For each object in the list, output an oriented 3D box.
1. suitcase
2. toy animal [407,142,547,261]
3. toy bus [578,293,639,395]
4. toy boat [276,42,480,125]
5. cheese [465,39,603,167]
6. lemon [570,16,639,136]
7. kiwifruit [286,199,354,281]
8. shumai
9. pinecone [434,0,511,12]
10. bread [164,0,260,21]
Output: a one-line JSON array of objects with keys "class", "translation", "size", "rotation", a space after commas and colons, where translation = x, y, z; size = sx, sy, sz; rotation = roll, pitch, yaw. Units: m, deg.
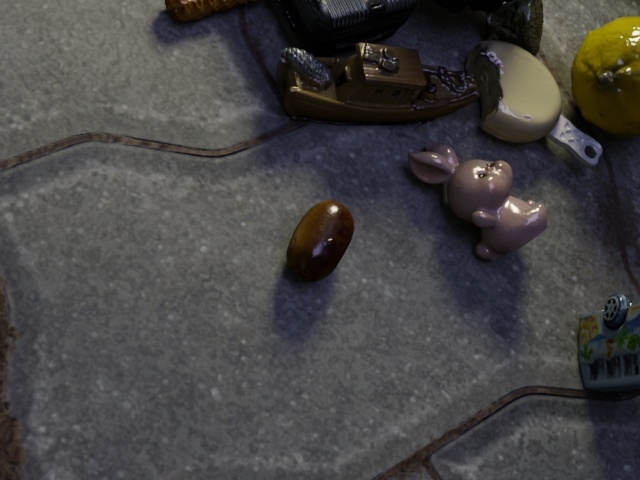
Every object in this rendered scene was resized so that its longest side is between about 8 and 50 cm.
[{"class": "suitcase", "translation": [0.000, -0.434, 1.611], "size": [0.202, 0.128, 0.312], "rotation": [-21, 79, -28]}, {"class": "toy animal", "translation": [0.231, -0.076, 1.572], "size": [0.212, 0.124, 0.124], "rotation": [46, 58, -5]}, {"class": "toy bus", "translation": [0.483, 0.137, 1.471], "size": [0.109, 0.330, 0.136], "rotation": [14, 74, -18]}, {"class": "toy boat", "translation": [0.090, -0.232, 1.573], "size": [0.321, 0.121, 0.089], "rotation": [0, 63, -24]}, {"class": "cheese", "translation": [0.345, -0.219, 1.708], "size": [0.249, 0.071, 0.163], "rotation": [17, 63, -17]}, {"class": "lemon", "translation": [0.500, -0.262, 1.721], "size": [0.231, 0.192, 0.192], "rotation": [-7, 70, -54]}, {"class": "kiwifruit", "translation": [0.000, 0.000, 1.462], "size": [0.075, 0.075, 0.124], "rotation": [31, 64, -9]}, {"class": "shumai", "translation": [0.314, -0.352, 1.753], "size": [0.087, 0.124, 0.099], "rotation": [6, 84, 20]}, {"class": "pinecone", "translation": [0.227, -0.494, 1.655], "size": [0.242, 0.296, 0.298], "rotation": [-2, 54, 11]}, {"class": "bread", "translation": [-0.153, -0.356, 1.559], "size": [0.157, 0.044, 0.052], "rotation": [-22, 85, -29]}]
